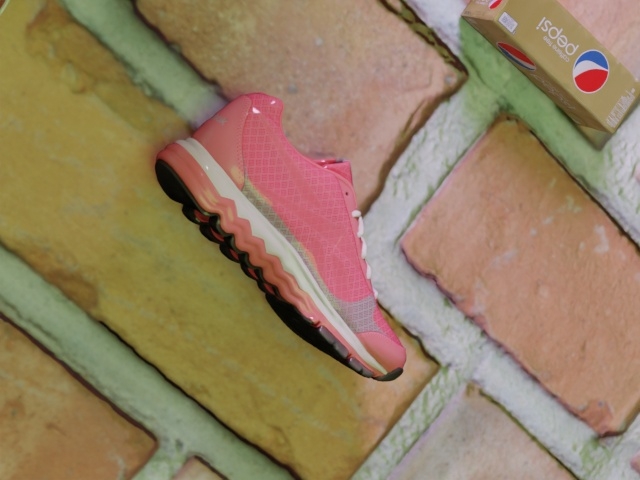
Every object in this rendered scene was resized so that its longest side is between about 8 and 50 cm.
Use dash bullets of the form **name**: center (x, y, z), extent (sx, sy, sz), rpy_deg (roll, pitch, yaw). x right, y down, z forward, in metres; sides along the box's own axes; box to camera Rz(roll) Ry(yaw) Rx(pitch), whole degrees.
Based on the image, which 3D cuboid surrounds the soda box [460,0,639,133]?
- **soda box**: center (0.221, -0.178, 1.363), extent (0.181, 0.061, 0.058), rpy_deg (38, 85, -28)

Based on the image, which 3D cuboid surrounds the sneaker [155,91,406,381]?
- **sneaker**: center (0.000, 0.000, 1.274), extent (0.136, 0.116, 0.314), rpy_deg (-46, 117, -10)

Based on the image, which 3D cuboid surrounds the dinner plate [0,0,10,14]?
- **dinner plate**: center (-0.305, -0.221, 1.126), extent (0.141, 0.017, 0.141), rpy_deg (-6, 105, -24)
